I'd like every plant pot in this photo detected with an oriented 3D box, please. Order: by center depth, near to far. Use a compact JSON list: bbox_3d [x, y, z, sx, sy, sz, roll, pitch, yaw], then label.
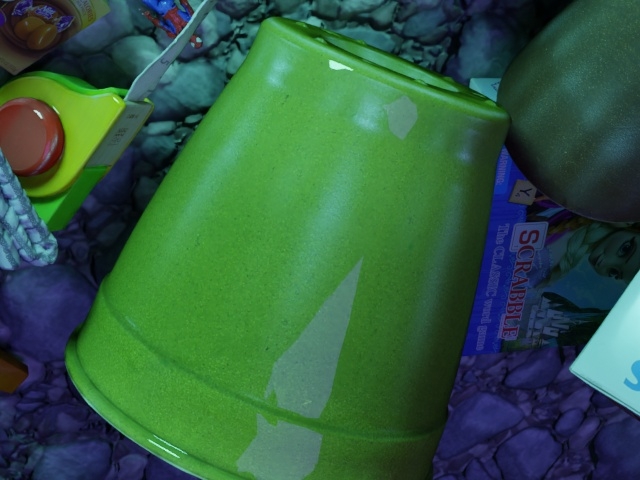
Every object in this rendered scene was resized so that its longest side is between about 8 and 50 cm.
[{"bbox_3d":[0.296,-0.160,1.054,0.215,0.215,0.230,-4,157,-14],"label":"plant pot"},{"bbox_3d":[0.000,0.000,1.075,0.366,0.366,0.353,16,105,-25],"label":"plant pot"}]

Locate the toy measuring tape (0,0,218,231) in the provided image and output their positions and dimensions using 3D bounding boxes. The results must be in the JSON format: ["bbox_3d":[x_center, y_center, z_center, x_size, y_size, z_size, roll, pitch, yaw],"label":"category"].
[{"bbox_3d":[-0.205,-0.142,1.042,0.121,0.121,0.330,30,107,-30],"label":"toy measuring tape"}]

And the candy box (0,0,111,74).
[{"bbox_3d":[-0.263,-0.214,0.951,0.109,0.053,0.186,-31,159,8],"label":"candy box"}]

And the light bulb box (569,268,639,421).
[{"bbox_3d":[0.477,0.071,1.179,0.361,0.225,0.358,-56,150,2],"label":"light bulb box"}]

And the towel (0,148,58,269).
[{"bbox_3d":[-0.368,-0.079,0.945,0.121,0.235,0.284,-45,138,-24],"label":"towel"}]

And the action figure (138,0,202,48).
[{"bbox_3d":[-0.144,-0.215,1.063,0.038,0.030,0.115,-39,127,6],"label":"action figure"}]

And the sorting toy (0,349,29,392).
[{"bbox_3d":[-0.461,0.103,1.175,0.229,0.041,0.307,-45,123,9],"label":"sorting toy"}]

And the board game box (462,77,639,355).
[{"bbox_3d":[0.298,-0.027,1.289,0.318,0.066,0.319,-5,124,-14],"label":"board game box"}]
